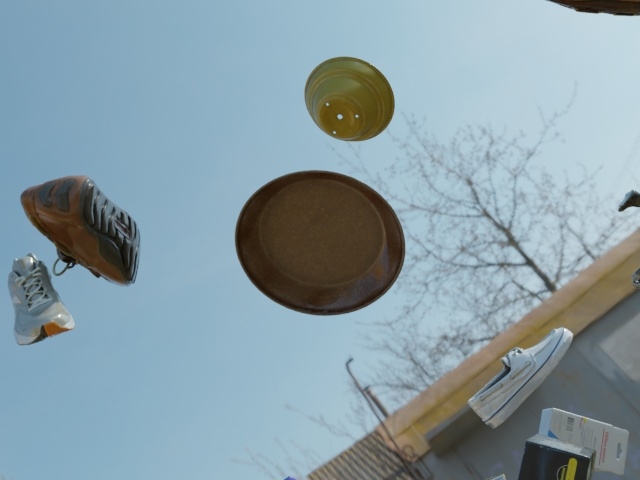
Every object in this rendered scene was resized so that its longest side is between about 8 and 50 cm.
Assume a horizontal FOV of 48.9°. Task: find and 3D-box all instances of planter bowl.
[{"bbox_3d":[0.054,-0.300,1.601,0.217,0.217,0.090,-64,1,41],"label":"planter bowl"}]

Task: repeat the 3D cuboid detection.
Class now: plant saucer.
[{"bbox_3d":[0.000,0.000,0.825,0.198,0.199,0.036,-55,13,29],"label":"plant saucer"}]

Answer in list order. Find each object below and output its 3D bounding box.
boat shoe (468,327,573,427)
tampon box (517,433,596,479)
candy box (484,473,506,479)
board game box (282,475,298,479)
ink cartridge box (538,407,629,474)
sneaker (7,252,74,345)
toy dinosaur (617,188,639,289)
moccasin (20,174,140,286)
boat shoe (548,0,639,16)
[{"bbox_3d":[0.409,0.264,1.441,0.258,0.084,0.095,-46,-7,-8],"label":"boat shoe"},{"bbox_3d":[0.387,0.394,1.156,0.161,0.101,0.120,24,-102,-64],"label":"tampon box"},{"bbox_3d":[0.384,0.574,1.391,0.053,0.186,0.109,-23,-48,8],"label":"candy box"},{"bbox_3d":[0.019,0.428,0.917,0.047,0.210,0.160,-45,21,38],"label":"board game box"},{"bbox_3d":[0.590,0.455,1.586,0.061,0.181,0.104,107,180,-71],"label":"ink cartridge box"},{"bbox_3d":[-0.508,0.095,1.237,0.099,0.262,0.121,-20,-69,-26],"label":"sneaker"},{"bbox_3d":[0.464,-0.045,0.818,0.121,0.160,0.313,-54,-2,-26],"label":"toy dinosaur"},{"bbox_3d":[-0.443,-0.003,1.334,0.147,0.139,0.380,1,-16,5],"label":"moccasin"},{"bbox_3d":[0.378,-0.354,0.995,0.073,0.207,0.073,103,177,-78],"label":"boat shoe"}]
